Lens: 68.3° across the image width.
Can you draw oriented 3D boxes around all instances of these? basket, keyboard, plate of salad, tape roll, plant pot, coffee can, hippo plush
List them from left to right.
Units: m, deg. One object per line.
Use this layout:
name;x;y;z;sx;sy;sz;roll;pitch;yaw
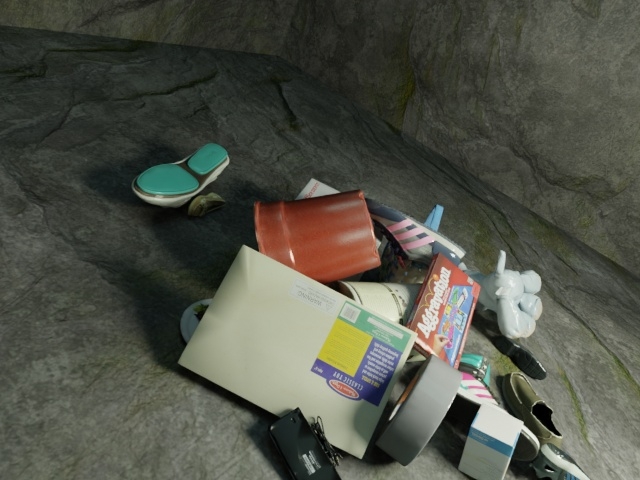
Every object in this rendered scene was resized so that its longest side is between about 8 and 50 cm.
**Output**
plate of salad;-0.211;0.193;1.056;0.200;0.048;0.199;18;31;-11
keyboard;-0.013;0.406;0.868;0.100;0.038;0.192;-23;65;-25
plant pot;0.000;0.000;1.187;0.265;0.272;0.272;-14;34;4
coffee can;0.149;0.201;1.156;0.276;0.201;0.201;5;36;-31
basket;0.297;0.050;1.455;0.201;0.254;0.289;26;41;6
tape roll;0.199;0.340;0.959;0.072;0.219;0.219;33;31;13
hippo plush;0.529;0.187;1.490;0.294;0.234;0.237;21;-18;-39

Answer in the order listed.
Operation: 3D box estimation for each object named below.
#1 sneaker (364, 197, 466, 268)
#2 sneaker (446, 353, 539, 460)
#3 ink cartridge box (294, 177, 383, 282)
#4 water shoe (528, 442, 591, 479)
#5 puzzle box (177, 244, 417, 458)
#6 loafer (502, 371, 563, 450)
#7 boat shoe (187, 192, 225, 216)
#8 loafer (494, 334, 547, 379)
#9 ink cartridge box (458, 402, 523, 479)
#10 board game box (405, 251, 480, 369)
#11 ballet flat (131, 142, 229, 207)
sneaker;0.221;0.000;1.271;0.319;0.131;0.112;31;2;13
sneaker;0.394;0.379;1.138;0.296;0.123;0.178;31;37;23
ink cartridge box;0.032;-0.021;1.422;0.270;0.197;0.198;27;30;1
water shoe;0.543;0.527;1.078;0.203;0.080;0.073;40;9;-26
puzzle box;-0.042;0.220;0.960;0.409;0.272;0.052;28;-12;2
loafer;0.551;0.432;1.208;0.095;0.087;0.251;16;31;-15
boat shoe;-0.343;-0.104;1.418;0.048;0.056;0.153;26;22;10
loafer;0.611;0.345;1.419;0.061;0.062;0.170;-4;42;-48
ink cartridge box;0.360;0.446;1.006;0.090;0.143;0.092;20;25;28
board game box;0.293;0.165;1.119;0.145;0.027;0.281;38;48;-5
ballet flat;-0.407;-0.170;1.402;0.139;0.139;0.400;29;34;6
